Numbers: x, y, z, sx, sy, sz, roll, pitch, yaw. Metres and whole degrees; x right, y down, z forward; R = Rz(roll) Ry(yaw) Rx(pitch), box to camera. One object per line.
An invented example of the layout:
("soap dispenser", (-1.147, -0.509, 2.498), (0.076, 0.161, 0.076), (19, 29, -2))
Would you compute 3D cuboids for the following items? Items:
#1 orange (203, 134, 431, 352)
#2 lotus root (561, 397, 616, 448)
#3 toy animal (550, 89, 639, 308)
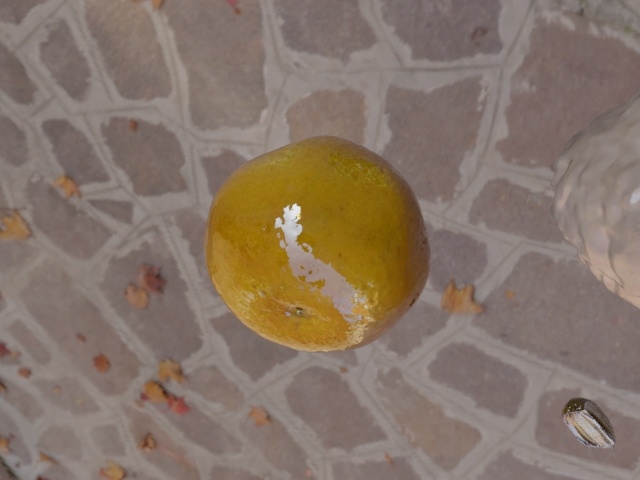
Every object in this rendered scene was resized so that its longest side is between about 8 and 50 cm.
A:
("orange", (0.000, 0.000, 0.593), (0.159, 0.136, 0.159), (10, 140, 8))
("lotus root", (0.300, 0.204, 0.969), (0.037, 0.030, 0.083), (-24, 124, 34))
("toy animal", (0.296, -0.043, 0.363), (0.358, 0.226, 0.188), (-31, 122, 8))
